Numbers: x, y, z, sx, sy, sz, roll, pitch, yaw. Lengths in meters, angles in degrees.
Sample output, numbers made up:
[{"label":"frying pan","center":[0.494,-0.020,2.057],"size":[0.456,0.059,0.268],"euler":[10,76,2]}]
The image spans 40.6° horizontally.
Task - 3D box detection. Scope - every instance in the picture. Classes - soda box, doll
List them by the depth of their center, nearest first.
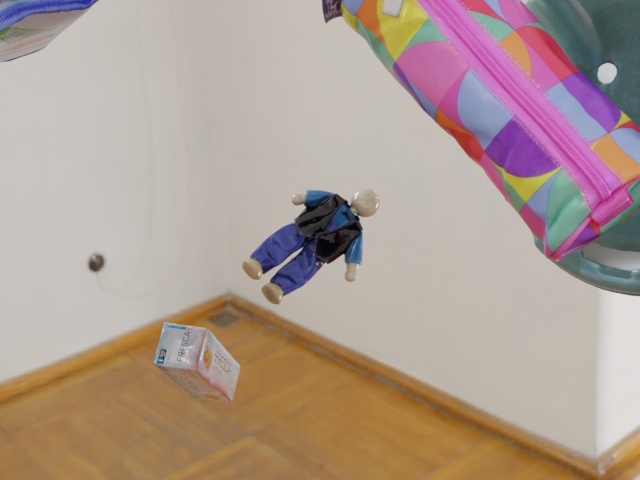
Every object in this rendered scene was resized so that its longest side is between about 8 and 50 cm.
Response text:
[{"label":"doll","center":[0.000,0.000,1.052],"size":[0.189,0.129,0.046],"euler":[-39,0,-20]},{"label":"soda box","center":[-0.161,0.167,1.158],"size":[0.062,0.183,0.058],"euler":[6,67,11]}]

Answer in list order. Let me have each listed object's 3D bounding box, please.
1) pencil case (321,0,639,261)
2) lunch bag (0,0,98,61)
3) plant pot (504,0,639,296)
[{"label":"pencil case","center":[0.108,-0.100,0.544],"size":[0.236,0.104,0.104],"euler":[50,43,11]},{"label":"lunch bag","center":[-0.403,-0.347,0.797],"size":[0.238,0.386,0.328],"euler":[-27,16,-24]},{"label":"plant pot","center":[0.333,-0.099,0.672],"size":[0.334,0.341,0.341],"euler":[-6,17,-36]}]
